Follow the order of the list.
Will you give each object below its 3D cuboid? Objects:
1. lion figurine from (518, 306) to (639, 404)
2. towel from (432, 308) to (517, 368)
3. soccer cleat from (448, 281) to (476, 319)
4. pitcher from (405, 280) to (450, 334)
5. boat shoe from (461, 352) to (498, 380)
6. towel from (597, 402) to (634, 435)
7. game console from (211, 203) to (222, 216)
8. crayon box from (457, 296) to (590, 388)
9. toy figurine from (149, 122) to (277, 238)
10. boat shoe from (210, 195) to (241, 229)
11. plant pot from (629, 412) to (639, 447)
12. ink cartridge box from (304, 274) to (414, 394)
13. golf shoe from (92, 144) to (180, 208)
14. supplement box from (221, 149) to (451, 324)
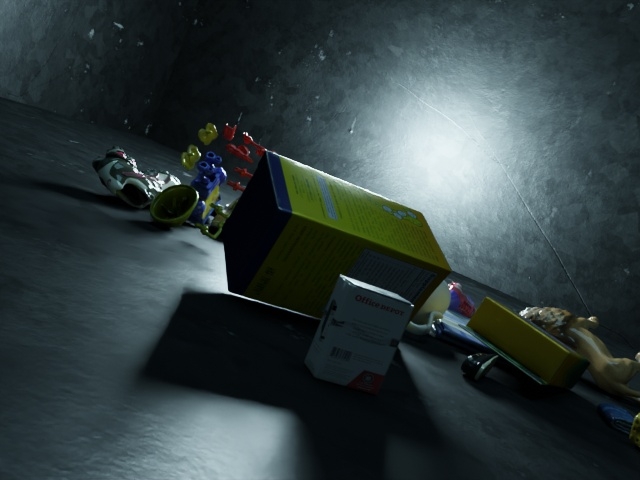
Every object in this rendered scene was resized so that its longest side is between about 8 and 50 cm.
[{"bbox_3d":[0.694,0.293,1.747,0.240,0.142,0.392,8,18,-39],"label":"lion figurine"},{"bbox_3d":[0.346,0.220,1.626,0.209,0.034,0.285,24,8,-4],"label":"towel"},{"bbox_3d":[0.379,0.174,1.850,0.095,0.083,0.248,41,3,20],"label":"soccer cleat"},{"bbox_3d":[0.210,0.142,1.489,0.207,0.125,0.178,0,35,-45],"label":"pitcher"},{"bbox_3d":[0.305,0.233,1.294,0.042,0.048,0.133,34,15,25],"label":"boat shoe"},{"bbox_3d":[0.599,0.356,1.363,0.067,0.029,0.119,22,6,8],"label":"towel"},{"bbox_3d":[-0.400,-0.136,1.931,0.213,0.043,0.361,21,2,-17],"label":"game console"},{"bbox_3d":[0.441,0.220,1.445,0.203,0.083,0.323,37,7,31],"label":"crayon box"},{"bbox_3d":[-0.271,-0.089,1.650,0.191,0.217,0.362,26,49,-1],"label":"toy figurine"},{"bbox_3d":[-0.206,-0.071,1.814,0.122,0.110,0.341,22,6,0],"label":"boat shoe"},{"bbox_3d":[0.612,0.352,1.231,0.083,0.081,0.081,11,9,-10],"label":"plant pot"},{"bbox_3d":[0.051,0.127,0.921,0.099,0.135,0.056,20,6,-21],"label":"ink cartridge box"},{"bbox_3d":[-0.426,-0.117,1.630,0.273,0.105,0.120,27,31,-54],"label":"golf shoe"},{"bbox_3d":[0.024,0.015,1.251,0.357,0.194,0.195,20,31,-25],"label":"supplement box"}]
